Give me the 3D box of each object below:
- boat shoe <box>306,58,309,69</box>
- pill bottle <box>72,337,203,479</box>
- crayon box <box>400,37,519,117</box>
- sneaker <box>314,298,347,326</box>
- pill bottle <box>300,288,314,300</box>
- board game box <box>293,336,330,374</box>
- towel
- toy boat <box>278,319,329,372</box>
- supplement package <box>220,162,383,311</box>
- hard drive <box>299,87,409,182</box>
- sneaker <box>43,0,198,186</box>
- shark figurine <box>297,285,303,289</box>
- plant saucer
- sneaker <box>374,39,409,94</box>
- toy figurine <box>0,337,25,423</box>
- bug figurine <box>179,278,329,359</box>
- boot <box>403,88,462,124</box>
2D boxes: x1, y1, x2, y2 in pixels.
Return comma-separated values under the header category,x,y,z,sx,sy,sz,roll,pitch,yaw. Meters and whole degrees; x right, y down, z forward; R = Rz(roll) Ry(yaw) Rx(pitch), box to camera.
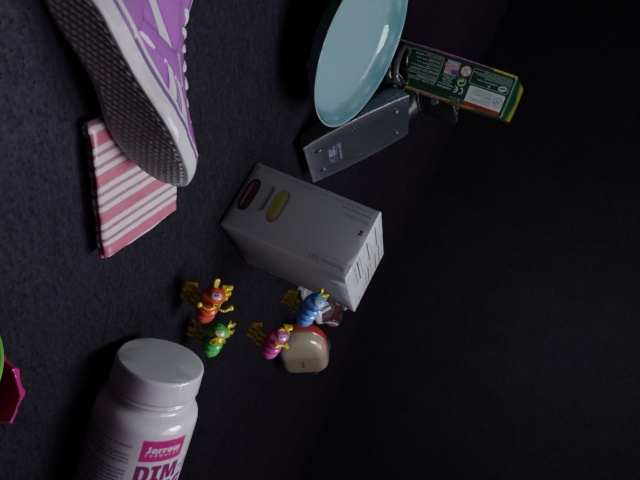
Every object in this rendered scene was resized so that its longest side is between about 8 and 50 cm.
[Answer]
category,x,y,z,sx,sy,sz,roll,pitch,yaw
boat shoe,0.039,-0.385,1.165,0.184,0.063,0.066,-52,160,-23
pill bottle,-0.287,0.310,0.921,0.160,0.160,0.283,-21,132,-68
crayon box,0.309,-0.403,1.464,0.313,0.362,0.106,-20,132,-68
sneaker,0.074,0.206,1.907,0.162,0.107,0.281,-29,170,13
pill bottle,-0.011,0.151,1.752,0.065,0.065,0.116,-69,163,11
board game box,-0.021,0.381,1.896,0.033,0.168,0.133,39,57,-30
towel,-0.243,-0.088,0.753,0.144,0.029,0.197,-48,153,-49
toy boat,-0.052,0.298,1.755,0.231,0.150,0.151,86,2,-60
supplement package,-0.026,-0.002,1.132,0.145,0.261,0.204,-62,163,-17
hard drive,0.075,-0.236,1.297,0.254,0.054,0.172,-27,157,-4
sneaker,-0.172,-0.200,0.647,0.282,0.102,0.161,81,31,-49
shark figurine,0.019,-0.004,1.410,0.166,0.116,0.278,-31,138,-31
plant saucer,0.065,-0.368,1.091,0.318,0.043,0.318,-49,157,-29
sneaker,0.111,-0.333,1.322,0.104,0.146,0.296,-47,156,-54
toy figurine,-0.369,0.158,0.575,0.173,0.130,0.159,-36,164,-18
bug figurine,-0.124,0.151,1.080,0.216,0.278,0.072,118,-31,-42
boot,0.323,-0.395,1.803,0.094,0.207,0.247,-32,143,-63
